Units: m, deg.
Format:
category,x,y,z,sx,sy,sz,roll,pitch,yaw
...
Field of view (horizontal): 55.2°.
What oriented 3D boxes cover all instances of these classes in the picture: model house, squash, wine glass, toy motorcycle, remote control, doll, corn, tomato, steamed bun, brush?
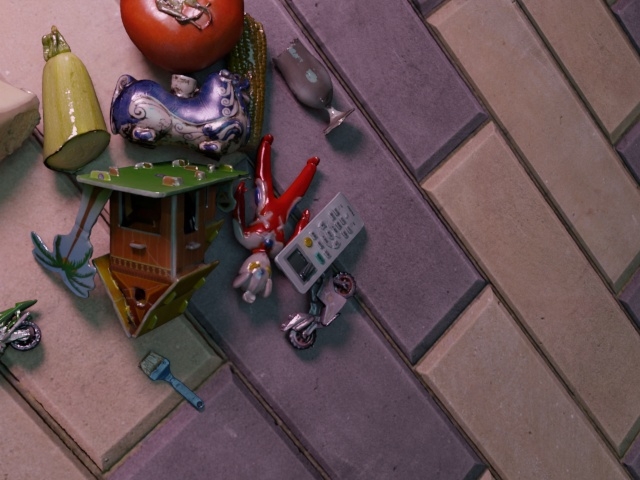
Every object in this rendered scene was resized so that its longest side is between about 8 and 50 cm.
category,x,y,z,sx,sy,sz,roll,pitch,yaw
model house,-0.360,0.003,1.245,0.300,0.339,0.324,-27,124,-63
squash,-0.493,-0.287,1.235,0.137,0.137,0.288,-2,74,-24
wine glass,-0.020,-0.366,1.458,0.103,0.103,0.222,-43,100,-23
toy motorcycle,-0.622,0.167,1.133,0.190,0.074,0.106,-7,77,-25
remote control,0.000,0.000,1.399,0.103,0.051,0.293,54,46,-12
doll,-0.116,-0.042,1.375,0.188,0.099,0.384,20,71,-20
toy motorcycle,-0.011,0.141,1.399,0.122,0.080,0.215,45,72,-12
corn,-0.169,-0.361,1.395,0.096,0.097,0.320,3,84,-24
tomato,-0.283,-0.479,1.280,0.255,0.224,0.256,0,86,-3
steamed bun,-0.673,-0.226,1.129,0.225,0.170,0.200,28,39,-1
brush,-0.306,0.296,1.280,0.164,0.014,0.051,46,69,-12

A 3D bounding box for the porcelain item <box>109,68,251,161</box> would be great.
category,x,y,z,sx,sy,sz,roll,pitch,yaw
porcelain item,-0.285,-0.274,1.274,0.287,0.138,0.186,7,90,-10
